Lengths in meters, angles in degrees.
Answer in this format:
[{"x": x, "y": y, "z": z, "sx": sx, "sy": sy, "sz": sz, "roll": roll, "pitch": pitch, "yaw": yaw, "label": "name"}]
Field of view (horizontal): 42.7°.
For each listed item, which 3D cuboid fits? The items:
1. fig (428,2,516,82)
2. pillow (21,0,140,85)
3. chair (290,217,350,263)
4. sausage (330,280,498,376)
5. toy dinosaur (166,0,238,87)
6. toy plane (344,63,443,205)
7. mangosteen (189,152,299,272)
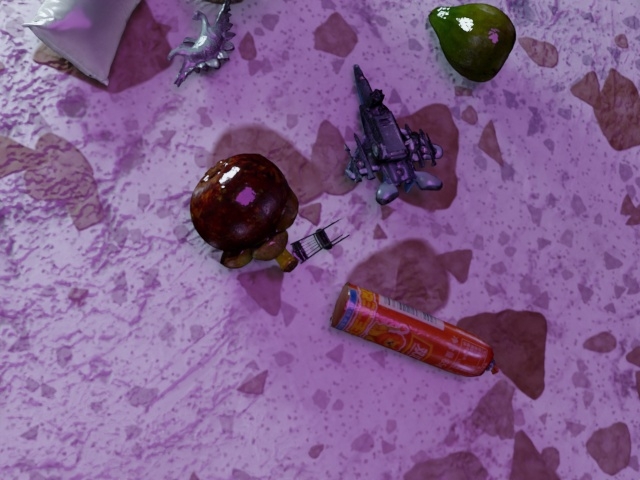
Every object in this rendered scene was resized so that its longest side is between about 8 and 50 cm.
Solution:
[{"x": 0.246, "y": -0.342, "z": 1.363, "sx": 0.156, "sy": 0.123, "sz": 0.123, "roll": 34, "pitch": 70, "yaw": 8, "label": "fig"}, {"x": -0.325, "y": -0.374, "z": 1.233, "sx": 0.144, "sy": 0.078, "sz": 0.254, "roll": 30, "pitch": 70, "yaw": -19, "label": "pillow"}, {"x": 0.000, "y": 0.000, "z": 1.256, "sx": 0.086, "sy": 0.042, "sz": 0.037, "roll": -30, "pitch": 84, "yaw": 16, "label": "chair"}, {"x": 0.150, "y": 0.145, "z": 1.240, "sx": 0.274, "sy": 0.074, "sz": 0.074, "roll": 22, "pitch": 72, "yaw": -11, "label": "sausage"}, {"x": -0.170, "y": -0.319, "z": 1.280, "sx": 0.082, "sy": 0.039, "sz": 0.209, "roll": 27, "pitch": 70, "yaw": -7, "label": "toy dinosaur"}, {"x": 0.101, "y": -0.177, "z": 1.300, "sx": 0.169, "sy": 0.078, "sz": 0.246, "roll": -15, "pitch": 81, "yaw": -18, "label": "toy plane"}, {"x": -0.100, "y": -0.041, "z": 1.191, "sx": 0.181, "sy": 0.156, "sz": 0.145, "roll": 35, "pitch": 40, "yaw": -35, "label": "mangosteen"}]
